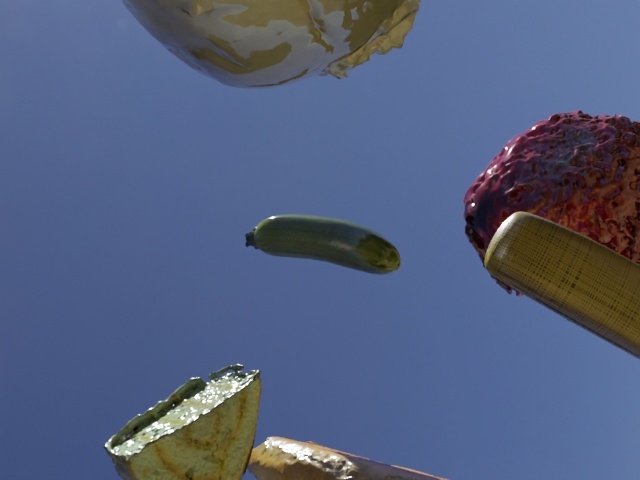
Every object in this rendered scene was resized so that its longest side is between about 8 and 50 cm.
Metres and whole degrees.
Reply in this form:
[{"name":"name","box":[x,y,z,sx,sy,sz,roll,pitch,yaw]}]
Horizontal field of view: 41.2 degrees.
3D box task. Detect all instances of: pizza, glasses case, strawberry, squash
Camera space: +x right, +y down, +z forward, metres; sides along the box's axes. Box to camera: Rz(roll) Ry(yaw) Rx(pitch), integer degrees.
[{"name":"pizza","box":[0.064,0.299,1.001,0.226,0.335,0.086,31,-112,-52]},{"name":"glasses case","box":[0.271,0.050,0.813,0.079,0.234,0.064,-58,-8,-13]},{"name":"strawberry","box":[0.296,-0.027,1.028,0.220,0.274,0.274,-9,-74,-41]},{"name":"squash","box":[0.000,0.000,1.217,0.069,0.258,0.069,-26,-59,-55]}]

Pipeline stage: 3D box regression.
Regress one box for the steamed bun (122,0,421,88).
[{"name":"steamed bun","box":[-0.035,-0.258,0.378,0.334,0.233,0.312,65,-175,8]}]

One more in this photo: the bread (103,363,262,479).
[{"name":"bread","box":[-0.112,0.200,0.812,0.156,0.103,0.110,-31,-80,-27]}]
